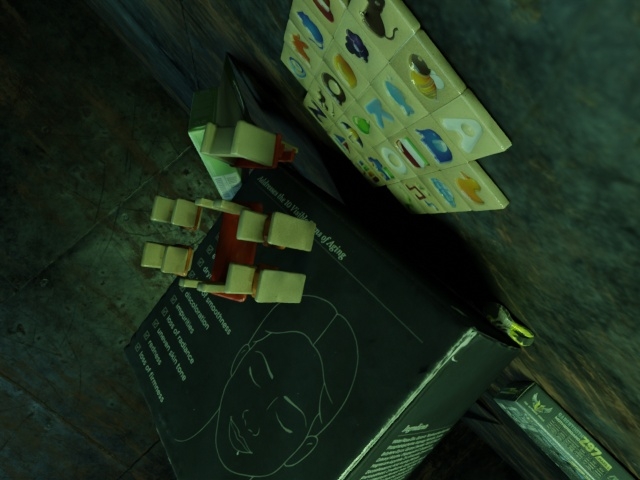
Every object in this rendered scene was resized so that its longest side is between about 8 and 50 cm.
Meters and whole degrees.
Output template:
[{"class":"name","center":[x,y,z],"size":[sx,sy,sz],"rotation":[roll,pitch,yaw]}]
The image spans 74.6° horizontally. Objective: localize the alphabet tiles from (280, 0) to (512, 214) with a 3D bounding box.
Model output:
[{"class":"alphabet tiles","center":[0.061,-0.141,0.480],"size":[0.285,0.011,0.342],"rotation":[49,174,-8]}]

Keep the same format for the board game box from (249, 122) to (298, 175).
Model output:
[{"class":"board game box","center":[-0.153,-0.161,1.205],"size":[0.291,0.141,0.232],"rotation":[48,174,-4]}]

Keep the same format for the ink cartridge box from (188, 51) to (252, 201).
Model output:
[{"class":"ink cartridge box","center":[-0.180,-0.215,0.794],"size":[0.171,0.056,0.234],"rotation":[73,-173,-52]}]

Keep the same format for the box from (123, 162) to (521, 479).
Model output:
[{"class":"box","center":[-0.027,0.189,0.737],"size":[0.298,0.471,0.480],"rotation":[25,-165,-51]}]

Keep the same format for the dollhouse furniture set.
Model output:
[{"class":"dollhouse furniture set","center":[-0.121,-0.039,0.645],"size":[0.262,0.258,0.135],"rotation":[9,178,36]}]

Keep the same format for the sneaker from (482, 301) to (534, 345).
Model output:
[{"class":"sneaker","center":[0.269,0.123,0.617],"size":[0.083,0.031,0.035],"rotation":[44,176,10]}]

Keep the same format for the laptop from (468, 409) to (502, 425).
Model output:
[{"class":"laptop","center":[0.438,0.538,1.666],"size":[0.382,0.236,0.407],"rotation":[31,-150,-26]}]

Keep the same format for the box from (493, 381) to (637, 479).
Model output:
[{"class":"box","center":[0.464,0.384,0.819],"size":[0.232,0.059,0.183],"rotation":[46,174,20]}]
